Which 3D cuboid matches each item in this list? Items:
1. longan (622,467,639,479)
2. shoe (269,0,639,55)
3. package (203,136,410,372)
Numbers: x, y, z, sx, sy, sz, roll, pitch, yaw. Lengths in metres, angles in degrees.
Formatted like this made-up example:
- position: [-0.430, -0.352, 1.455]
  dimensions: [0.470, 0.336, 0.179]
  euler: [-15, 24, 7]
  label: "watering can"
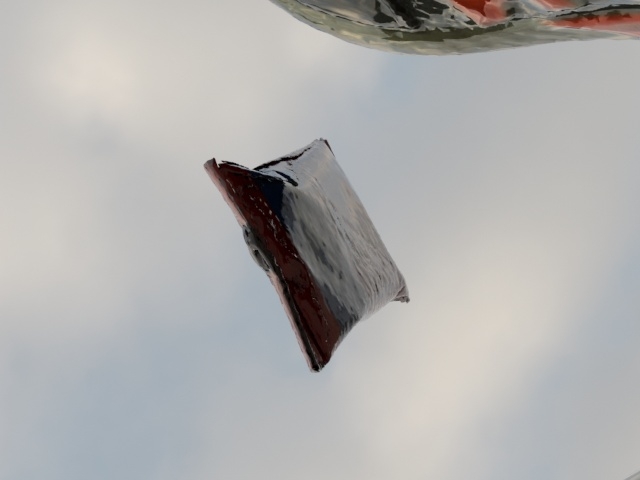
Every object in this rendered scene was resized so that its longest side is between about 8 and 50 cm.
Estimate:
- position: [0.179, 0.205, 0.620]
  dimensions: [0.297, 0.297, 0.297]
  euler: [6, -99, -47]
  label: "longan"
- position: [0.075, -0.157, 0.754]
  dimensions: [0.171, 0.336, 0.132]
  euler: [38, -118, -65]
  label: "shoe"
- position: [0.000, 0.000, 0.742]
  dimensions: [0.083, 0.022, 0.200]
  euler: [60, -167, 1]
  label: "package"
